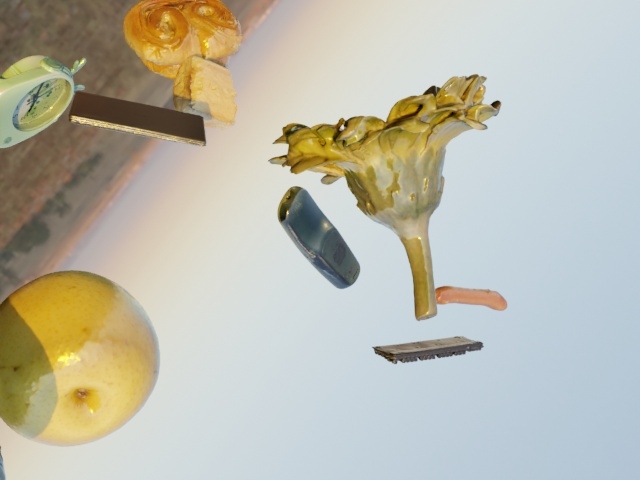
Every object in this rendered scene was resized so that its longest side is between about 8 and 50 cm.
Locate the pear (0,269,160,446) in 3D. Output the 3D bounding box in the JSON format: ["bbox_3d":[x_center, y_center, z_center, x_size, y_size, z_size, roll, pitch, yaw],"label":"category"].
[{"bbox_3d":[-0.477,0.223,1.863,0.348,0.348,0.348,-49,-169,13],"label":"pear"}]

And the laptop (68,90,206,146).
[{"bbox_3d":[-0.243,-0.163,1.309,0.129,0.180,0.016,-109,-149,-64],"label":"laptop"}]

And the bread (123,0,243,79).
[{"bbox_3d":[-0.285,-0.425,2.012,0.198,0.236,0.120,56,-31,38],"label":"bread"}]

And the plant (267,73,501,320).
[{"bbox_3d":[0.115,-0.092,1.185,0.261,0.297,0.306,-45,165,7],"label":"plant"}]

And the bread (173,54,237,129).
[{"bbox_3d":[-0.209,-0.259,1.736,0.082,0.106,0.125,-29,-123,48],"label":"bread"}]

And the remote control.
[{"bbox_3d":[0.000,0.000,1.572,0.042,0.222,0.072,6,-124,40],"label":"remote control"}]

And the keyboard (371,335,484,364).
[{"bbox_3d":[0.208,0.208,1.869,0.072,0.231,0.023,16,-75,54],"label":"keyboard"}]

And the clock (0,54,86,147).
[{"bbox_3d":[-0.508,-0.260,1.735,0.211,0.066,0.159,-34,163,-35],"label":"clock"}]

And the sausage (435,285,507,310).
[{"bbox_3d":[0.298,0.114,1.955,0.043,0.186,0.043,-19,-113,57],"label":"sausage"}]

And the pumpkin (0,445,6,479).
[{"bbox_3d":[-0.568,0.340,1.333,0.300,0.207,0.300,-10,-105,40],"label":"pumpkin"}]
